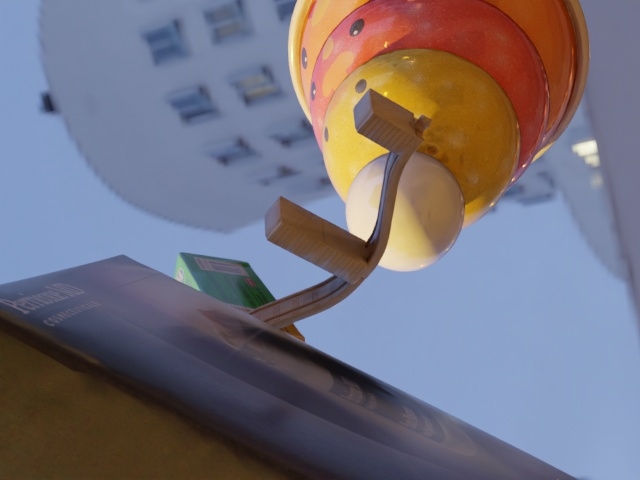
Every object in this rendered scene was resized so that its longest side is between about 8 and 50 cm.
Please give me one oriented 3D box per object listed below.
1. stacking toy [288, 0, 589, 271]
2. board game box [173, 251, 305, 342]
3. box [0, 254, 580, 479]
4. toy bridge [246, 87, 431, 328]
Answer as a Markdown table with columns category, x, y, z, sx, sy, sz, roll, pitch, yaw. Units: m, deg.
| category | x | y | z | sx | sy | sz | roll | pitch | yaw |
| --- | --- | --- | --- | --- | --- | --- | --- | --- | --- |
| stacking toy | 0.112 | -0.123 | 1.748 | 0.350 | 0.351 | 0.480 | 62 | -161 | -22 |
| board game box | -0.095 | 0.191 | 1.310 | 0.064 | 0.242 | 0.316 | 9 | -80 | -14 |
| box | -0.026 | 0.148 | 0.718 | 0.296 | 0.294 | 0.182 | -29 | -35 | -85 |
| toy bridge | 0.000 | 0.000 | 0.878 | 0.063 | 0.188 | 0.026 | 28 | -148 | -23 |
